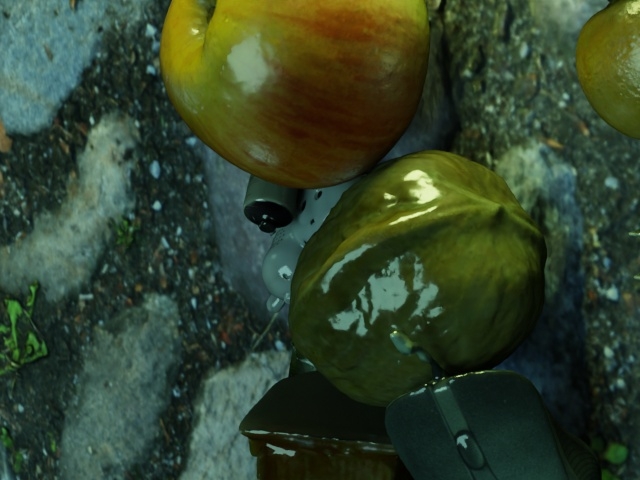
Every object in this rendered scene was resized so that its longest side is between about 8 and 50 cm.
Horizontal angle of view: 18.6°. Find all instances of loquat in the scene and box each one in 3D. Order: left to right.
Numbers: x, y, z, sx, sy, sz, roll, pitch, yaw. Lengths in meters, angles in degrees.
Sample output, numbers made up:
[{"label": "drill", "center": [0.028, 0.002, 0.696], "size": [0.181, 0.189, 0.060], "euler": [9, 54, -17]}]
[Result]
[{"label": "loquat", "center": [0.301, -0.164, 1.738], "size": [0.163, 0.137, 0.163], "euler": [37, 137, 45]}]

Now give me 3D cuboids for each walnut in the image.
[{"label": "walnut", "center": [0.090, 0.046, 1.936], "size": [0.283, 0.283, 0.227], "euler": [-52, 45, 40]}]

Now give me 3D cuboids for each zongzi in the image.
[{"label": "zongzi", "center": [0.017, 0.160, 2.183], "size": [0.113, 0.052, 0.104], "euler": [22, 127, 21]}]

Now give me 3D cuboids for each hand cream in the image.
[{"label": "hand cream", "center": [-0.044, -0.089, 2.091], "size": [0.087, 0.054, 0.186], "euler": [-29, 41, 45]}]

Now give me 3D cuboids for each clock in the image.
[{"label": "clock", "center": [0.001, 0.000, 2.080], "size": [0.176, 0.080, 0.117], "euler": [-35, 40, 44]}]

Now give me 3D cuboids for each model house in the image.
[{"label": "model house", "center": [0.038, 0.260, 2.061], "size": [0.219, 0.199, 0.229], "euler": [12, 113, 19]}]

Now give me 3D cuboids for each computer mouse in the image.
[{"label": "computer mouse", "center": [0.157, 0.209, 1.894], "size": [0.167, 0.379, 0.090], "euler": [-23, 43, 19]}]

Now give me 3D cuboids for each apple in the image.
[{"label": "apple", "center": [-0.026, -0.195, 1.937], "size": [0.286, 0.233, 0.286], "euler": [-23, 63, 54]}]

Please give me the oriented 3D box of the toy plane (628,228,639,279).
[{"label": "toy plane", "center": [0.399, 0.011, 1.731], "size": [0.267, 0.088, 0.212], "euler": [5, 109, 51]}]
